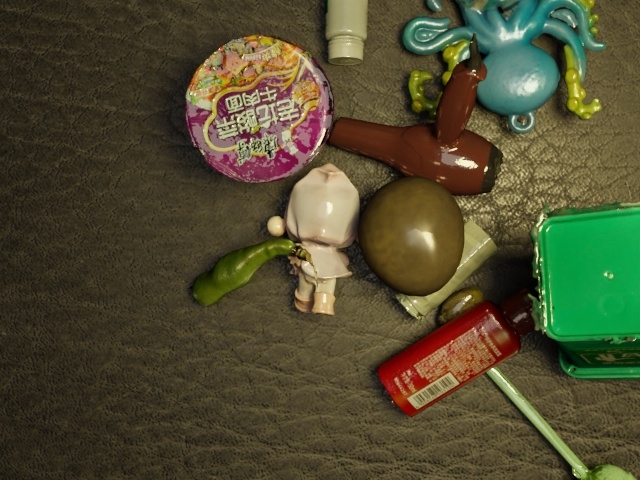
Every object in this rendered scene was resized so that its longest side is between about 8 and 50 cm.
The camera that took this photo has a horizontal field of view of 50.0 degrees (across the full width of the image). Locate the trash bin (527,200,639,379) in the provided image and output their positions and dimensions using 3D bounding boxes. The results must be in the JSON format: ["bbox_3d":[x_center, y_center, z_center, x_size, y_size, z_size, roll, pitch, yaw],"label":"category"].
[{"bbox_3d":[0.473,0.063,1.069,0.259,0.381,0.295,-6,75,27],"label":"trash bin"}]

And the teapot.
[{"bbox_3d":[0.217,0.046,1.265,0.200,0.077,0.107,-44,64,3],"label":"teapot"}]

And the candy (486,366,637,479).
[{"bbox_3d":[0.417,0.356,1.253,0.119,0.119,0.440,-44,81,4],"label":"candy"}]

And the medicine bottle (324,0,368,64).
[{"bbox_3d":[0.047,-0.395,1.265,0.080,0.080,0.130,2,91,4],"label":"medicine bottle"}]

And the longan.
[{"bbox_3d":[0.154,-0.010,1.172,0.198,0.198,0.212,-3,56,4],"label":"longan"}]

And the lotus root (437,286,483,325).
[{"bbox_3d":[0.257,0.122,1.272,0.099,0.054,0.049,-34,69,7],"label":"lotus root"}]

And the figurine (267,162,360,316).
[{"bbox_3d":[0.000,-0.001,1.248,0.200,0.133,0.275,5,91,-2],"label":"figurine"}]

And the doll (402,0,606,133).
[{"bbox_3d":[0.324,-0.352,1.246,0.346,0.099,0.341,-10,81,11],"label":"doll"}]

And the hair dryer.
[{"bbox_3d":[0.176,-0.222,1.151,0.313,0.340,0.123,19,59,9],"label":"hair dryer"}]

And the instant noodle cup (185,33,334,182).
[{"bbox_3d":[-0.094,-0.218,1.224,0.251,0.190,0.251,0,90,5],"label":"instant noodle cup"}]

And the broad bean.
[{"bbox_3d":[-0.137,0.059,1.233,0.318,0.056,0.098,-14,74,40],"label":"broad bean"}]

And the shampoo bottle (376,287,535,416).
[{"bbox_3d":[0.257,0.197,1.239,0.314,0.076,0.118,-35,97,13],"label":"shampoo bottle"}]
